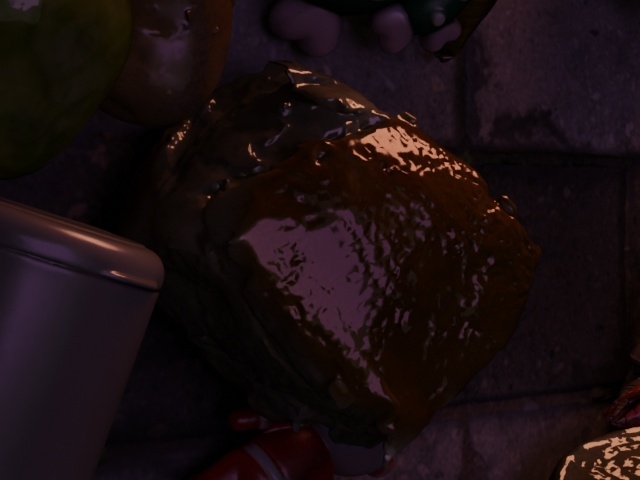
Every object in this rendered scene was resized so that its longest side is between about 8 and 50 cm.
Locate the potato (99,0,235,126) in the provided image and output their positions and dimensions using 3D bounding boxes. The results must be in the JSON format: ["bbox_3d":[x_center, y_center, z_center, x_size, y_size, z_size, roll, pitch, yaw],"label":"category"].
[{"bbox_3d":[-0.133,-0.178,1.101,0.137,0.137,0.175,-1,106,-40],"label":"potato"}]

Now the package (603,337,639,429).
[{"bbox_3d":[0.427,0.145,1.579,0.288,0.108,0.223,34,83,-43],"label":"package"}]

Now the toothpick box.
[{"bbox_3d":[-0.250,0.123,0.931,0.229,0.229,0.316,21,87,-38],"label":"toothpick box"}]

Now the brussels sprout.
[{"bbox_3d":[-0.245,-0.170,0.937,0.210,0.219,0.271,-41,111,-10],"label":"brussels sprout"}]

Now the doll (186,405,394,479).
[{"bbox_3d":[-0.004,0.176,1.244,0.245,0.076,0.142,-36,113,-30],"label":"doll"}]

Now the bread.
[{"bbox_3d":[0.000,0.000,1.147,0.250,0.225,0.279,-47,114,-28],"label":"bread"}]

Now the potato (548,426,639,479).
[{"bbox_3d":[0.337,0.254,1.472,0.255,0.112,0.269,14,123,-20],"label":"potato"}]

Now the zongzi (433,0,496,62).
[{"bbox_3d":[0.223,-0.316,1.364,0.286,0.134,0.288,-3,99,-13],"label":"zongzi"}]

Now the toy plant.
[{"bbox_3d":[0.047,-0.268,1.234,0.243,0.112,0.232,-4,119,-22],"label":"toy plant"}]
